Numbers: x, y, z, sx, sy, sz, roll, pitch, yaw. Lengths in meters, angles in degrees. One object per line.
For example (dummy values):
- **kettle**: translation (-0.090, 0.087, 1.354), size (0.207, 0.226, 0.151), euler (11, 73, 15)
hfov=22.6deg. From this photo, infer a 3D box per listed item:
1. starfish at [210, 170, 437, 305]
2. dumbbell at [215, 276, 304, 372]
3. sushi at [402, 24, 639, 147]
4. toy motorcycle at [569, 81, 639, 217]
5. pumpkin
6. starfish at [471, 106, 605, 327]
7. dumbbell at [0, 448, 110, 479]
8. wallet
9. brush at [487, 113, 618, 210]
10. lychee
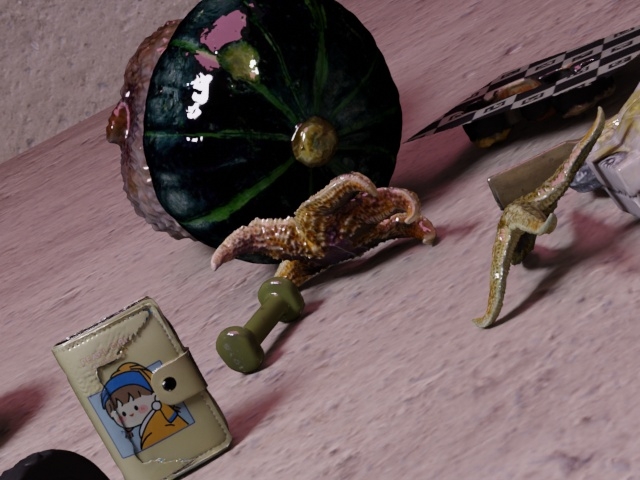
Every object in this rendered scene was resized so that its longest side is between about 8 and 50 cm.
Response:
- **starfish**: translation (0.000, -0.001, 1.650), size (0.238, 0.216, 0.071), euler (125, 147, -46)
- **dumbbell**: translation (-0.060, 0.084, 1.609), size (0.046, 0.052, 0.118), euler (-22, 19, 36)
- **sushi**: translation (0.270, -0.165, 1.793), size (0.290, 0.050, 0.264), euler (-16, 13, 42)
- **toy motorcycle**: translation (0.337, -0.104, 1.395), size (0.223, 0.108, 0.340), euler (-37, 10, -2)
- **pumpkin**: translation (-0.048, -0.126, 1.756), size (0.315, 0.315, 0.238), euler (-36, 21, -20)
- **starfish**: translation (0.188, -0.022, 1.397), size (0.217, 0.050, 0.223), euler (-53, 1, 2)
- **dumbbell**: translation (-0.258, 0.254, 1.282), size (0.325, 0.143, 0.143), euler (-20, 19, 31)
- **wallet**: translation (-0.157, 0.139, 1.431), size (0.110, 0.155, 0.039), euler (-28, 9, 3)
- **brush**: translation (0.281, -0.096, 1.576), size (0.248, 0.043, 0.036), euler (-25, 11, 12)
- **lychee**: translation (-0.129, -0.135, 2.016), size (0.300, 0.300, 0.300), euler (-27, 17, 9)
